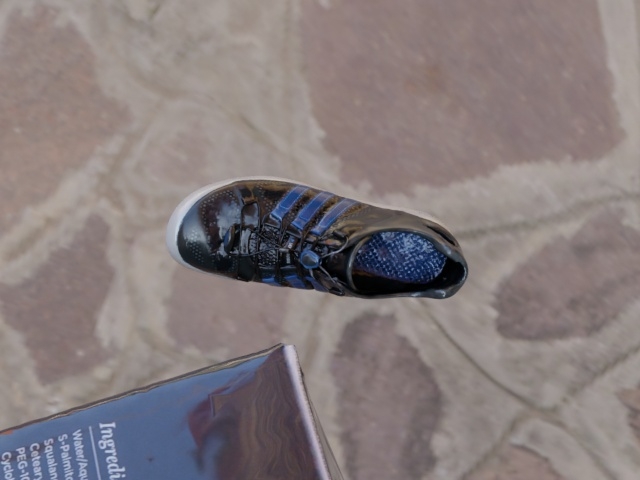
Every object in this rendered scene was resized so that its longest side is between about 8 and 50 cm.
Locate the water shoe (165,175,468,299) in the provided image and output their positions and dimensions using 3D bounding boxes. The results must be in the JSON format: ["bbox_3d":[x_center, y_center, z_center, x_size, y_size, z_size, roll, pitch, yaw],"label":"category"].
[{"bbox_3d":[0.000,0.000,1.142,0.203,0.080,0.073,3,101,-12],"label":"water shoe"}]

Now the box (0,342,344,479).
[{"bbox_3d":[-0.153,0.272,1.060,0.395,0.293,0.212,-18,55,1],"label":"box"}]
